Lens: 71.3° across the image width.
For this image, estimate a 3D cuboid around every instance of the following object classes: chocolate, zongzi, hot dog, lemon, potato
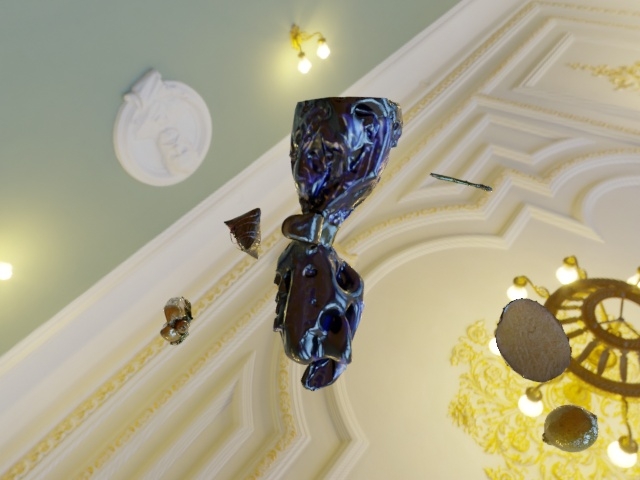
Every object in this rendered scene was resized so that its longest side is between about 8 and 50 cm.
[{"bbox_3d":[0.002,0.005,0.511,0.126,0.344,0.148,13,-173,32],"label":"chocolate"},{"bbox_3d":[-0.117,-0.004,0.721,0.067,0.084,0.073,-19,-174,1],"label":"zongzi"},{"bbox_3d":[-0.356,0.199,1.108,0.072,0.269,0.110,6,-93,-17],"label":"hot dog"},{"bbox_3d":[0.355,0.269,0.636,0.083,0.062,0.062,-38,-135,17],"label":"lemon"},{"bbox_3d":[0.520,0.261,1.144,0.182,0.117,0.202,-32,-107,-11],"label":"potato"}]

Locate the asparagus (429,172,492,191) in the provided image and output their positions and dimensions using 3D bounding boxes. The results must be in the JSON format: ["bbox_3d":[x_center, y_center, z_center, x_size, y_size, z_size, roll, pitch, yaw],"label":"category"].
[{"bbox_3d":[0.308,-0.127,0.974,0.165,0.013,0.016,10,-137,-19],"label":"asparagus"}]
